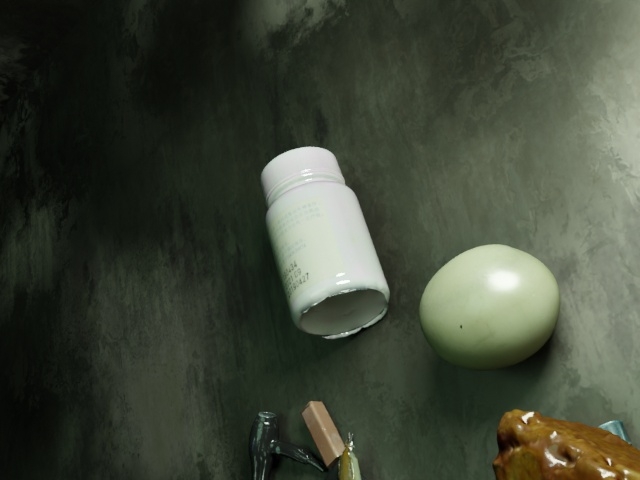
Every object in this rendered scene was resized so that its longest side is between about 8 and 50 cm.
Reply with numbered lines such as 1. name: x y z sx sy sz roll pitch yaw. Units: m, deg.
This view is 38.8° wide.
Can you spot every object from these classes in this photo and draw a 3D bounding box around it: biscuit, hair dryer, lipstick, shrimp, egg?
1. biscuit: 0.399 0.493 1.384 0.342 0.166 0.395 -155 70 -64
2. hair dryer: -0.074 0.497 2.023 0.219 0.075 0.196 8 95 40
3. lipstick: 0.009 0.418 1.959 0.045 0.045 0.145 -49 50 24
4. shrimp: 0.125 0.517 1.771 0.287 0.068 0.185 22 85 47
5. egg: 0.298 0.120 1.611 0.269 0.219 0.219 -20 66 38

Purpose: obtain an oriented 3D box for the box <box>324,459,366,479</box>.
1. box: 0.058 0.582 1.865 0.212 0.042 0.201 47 114 41

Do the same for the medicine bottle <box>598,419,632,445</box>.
1. medicine bottle: 0.498 0.391 1.443 0.090 0.053 0.209 -40 54 39

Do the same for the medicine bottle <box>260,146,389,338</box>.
1. medicine bottle: 0.000 0.000 1.958 0.213 0.213 0.379 -39 54 33
